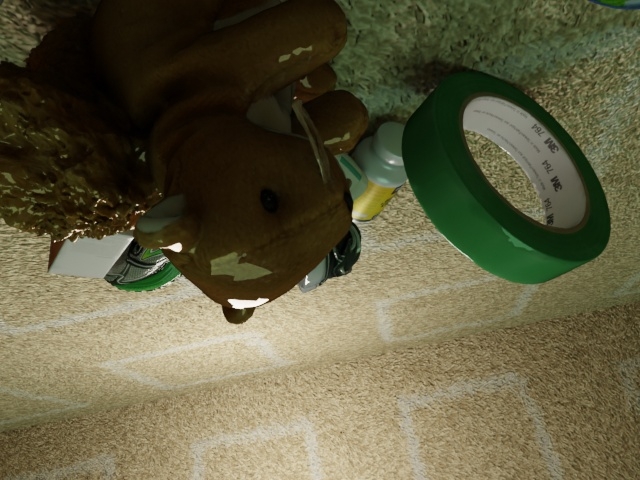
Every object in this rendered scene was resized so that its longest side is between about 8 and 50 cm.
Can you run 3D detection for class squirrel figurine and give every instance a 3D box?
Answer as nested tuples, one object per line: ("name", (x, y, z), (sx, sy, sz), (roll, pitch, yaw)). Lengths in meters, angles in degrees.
("squirrel figurine", (-0.144, -0.098, 0.483), (0.396, 0.371, 0.281), (-11, 153, 2))

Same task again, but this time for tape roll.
("tape roll", (0.270, -0.097, 0.684), (0.321, 0.321, 0.077), (5, 150, -28))

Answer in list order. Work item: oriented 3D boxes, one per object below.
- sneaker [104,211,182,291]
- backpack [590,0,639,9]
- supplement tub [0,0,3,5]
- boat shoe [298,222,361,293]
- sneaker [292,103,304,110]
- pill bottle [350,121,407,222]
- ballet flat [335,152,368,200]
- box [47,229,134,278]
("sneaker", (-0.288, -0.023, 0.873), (0.343, 0.134, 0.146), (-31, 141, 19))
("backpack", (0.212, -0.327, 0.323), (0.355, 0.273, 0.290), (-9, 176, -34))
("supplement tub", (-0.432, -0.195, 0.353), (0.316, 0.228, 0.228), (-22, 151, 22))
("boat shoe", (0.000, 0.000, 0.704), (0.119, 0.121, 0.335), (-26, 172, -5))
("sneaker", (-0.090, -0.123, 0.715), (0.228, 0.132, 0.086), (-15, 153, 10))
("pill bottle", (0.094, -0.116, 0.825), (0.103, 0.103, 0.184), (1, 151, -21))
("ballet flat", (-0.045, -0.029, 0.866), (0.139, 0.139, 0.400), (5, 153, -27))
("box", (-0.385, -0.030, 0.794), (0.091, 0.130, 0.170), (12, 145, -38))
